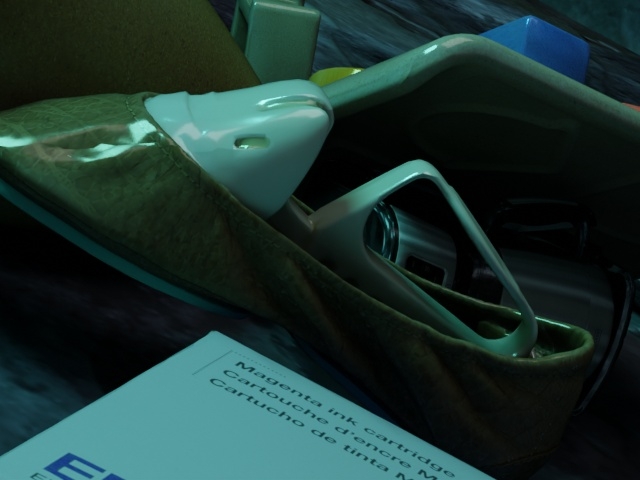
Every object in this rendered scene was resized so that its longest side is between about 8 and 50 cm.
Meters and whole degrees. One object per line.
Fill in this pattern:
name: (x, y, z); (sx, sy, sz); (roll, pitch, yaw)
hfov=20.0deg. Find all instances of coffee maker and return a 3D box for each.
coffee maker: (0.066, 0.029, 1.080); (0.178, 0.120, 0.171); (17, -14, -26)

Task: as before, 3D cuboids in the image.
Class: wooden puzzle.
wooden puzzle: (0.120, -0.052, 1.135); (0.348, 0.080, 0.322); (17, -15, -28)

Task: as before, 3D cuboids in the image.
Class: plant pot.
plant pot: (-0.157, -0.099, 0.993); (0.254, 0.237, 0.237); (32, 9, -38)

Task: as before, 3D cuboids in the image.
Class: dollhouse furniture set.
dollhouse furniture set: (-0.139, -0.126, 1.281); (0.259, 0.135, 0.262); (8, 20, -13)

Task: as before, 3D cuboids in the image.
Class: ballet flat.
ballet flat: (0.000, 0.000, 0.894); (0.342, 0.124, 0.116); (34, 15, -16)

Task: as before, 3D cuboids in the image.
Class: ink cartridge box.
ink cartridge box: (0.057, 0.148, 0.745); (0.324, 0.071, 0.330); (27, 18, 11)

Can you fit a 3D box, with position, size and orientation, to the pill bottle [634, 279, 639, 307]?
pill bottle: (0.353, 0.045, 1.363); (0.246, 0.130, 0.130); (34, 19, 30)
